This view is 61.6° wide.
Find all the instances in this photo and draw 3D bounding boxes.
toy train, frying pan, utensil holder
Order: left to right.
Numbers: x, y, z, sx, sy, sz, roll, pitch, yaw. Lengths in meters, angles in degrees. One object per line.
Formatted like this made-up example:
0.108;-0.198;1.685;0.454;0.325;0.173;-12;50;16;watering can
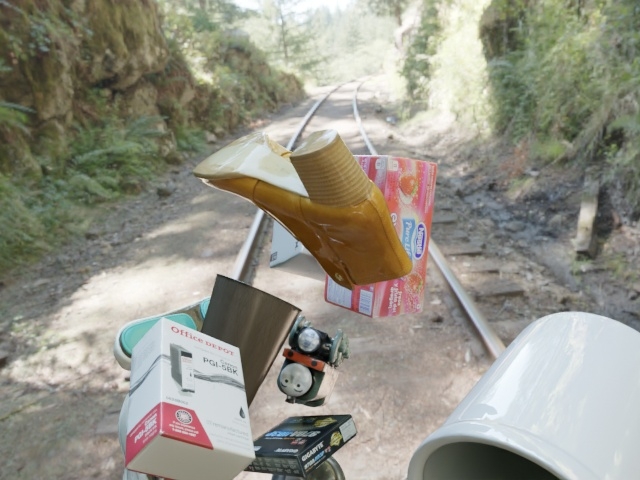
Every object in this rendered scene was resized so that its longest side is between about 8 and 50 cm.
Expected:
-0.021;0.674;1.320;0.197;0.053;0.326;-2;55;-9;frying pan
-0.017;0.296;1.271;0.142;0.190;0.334;18;-14;12;toy train
0.378;0.336;0.860;0.327;0.328;0.385;10;27;39;utensil holder

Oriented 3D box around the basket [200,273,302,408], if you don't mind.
-0.159;0.207;1.043;0.154;0.227;0.204;10;-16;46;basket

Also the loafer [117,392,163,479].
-0.447;0.540;1.376;0.111;0.320;0.112;-20;-28;11;loafer

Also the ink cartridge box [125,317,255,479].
-0.123;0.150;0.506;0.099;0.056;0.135;31;23;-33;ink cartridge box

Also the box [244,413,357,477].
-0.052;0.447;1.184;0.175;0.051;0.220;-20;0;-45;box

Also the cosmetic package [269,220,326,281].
0.000;0.000;1.257;0.183;0.152;0.151;17;-24;-29;cosmetic package

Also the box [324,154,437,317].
0.115;-0.012;1.061;0.142;0.300;0.154;0;6;-39;box

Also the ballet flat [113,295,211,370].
-0.294;0.219;1.277;0.400;0.139;0.139;-10;17;-36;ballet flat

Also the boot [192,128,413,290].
-0.032;-0.031;0.698;0.295;0.211;0.104;6;45;47;boot
